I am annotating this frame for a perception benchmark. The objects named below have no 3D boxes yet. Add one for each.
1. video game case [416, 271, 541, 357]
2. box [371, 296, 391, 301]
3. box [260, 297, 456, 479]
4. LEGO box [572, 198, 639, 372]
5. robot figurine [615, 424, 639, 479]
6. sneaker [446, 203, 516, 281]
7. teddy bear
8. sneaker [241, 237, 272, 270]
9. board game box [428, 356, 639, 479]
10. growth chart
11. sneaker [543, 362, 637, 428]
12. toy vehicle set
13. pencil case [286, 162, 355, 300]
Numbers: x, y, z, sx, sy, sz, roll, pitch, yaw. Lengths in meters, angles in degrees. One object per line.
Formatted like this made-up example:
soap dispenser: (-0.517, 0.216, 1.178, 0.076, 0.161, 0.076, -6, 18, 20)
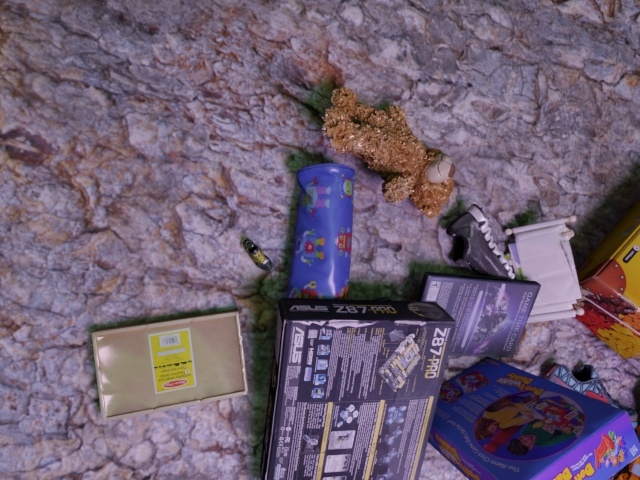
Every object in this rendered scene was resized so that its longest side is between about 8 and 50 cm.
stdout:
video game case: (0.333, 0.170, 0.926, 0.274, 0.026, 0.196, 5, 111, -15)
box: (0.109, 0.212, 0.905, 0.116, 0.029, 0.162, -10, 92, -15)
box: (0.060, 0.306, 0.798, 0.318, 0.097, 0.394, 3, 107, -12)
LEGO box: (0.870, 0.070, 0.949, 0.500, 0.193, 0.372, -42, 74, -11)
robot figurine: (0.806, 0.486, 1.015, 0.211, 0.085, 0.291, 42, 74, -46)
sneaker: (0.356, 0.041, 0.950, 0.106, 0.078, 0.234, -30, 102, 1)
teddy bear: (0.150, -0.187, 0.853, 0.338, 0.113, 0.245, 42, 37, -5)
sneaker: (-0.129, 0.031, 0.847, 0.031, 0.035, 0.083, -46, 99, -10)
board game box: (0.350, 0.351, 0.797, 0.233, 0.347, 0.078, -26, 95, -13)
growth chart: (0.495, 0.071, 0.951, 0.021, 0.172, 0.237, -4, 87, -51)
sneaker: (0.652, 0.364, 0.997, 0.262, 0.104, 0.125, 20, 82, -13)
toy vehicle set: (-0.281, 0.234, 0.804, 0.267, 0.035, 0.166, -6, 90, -14)
pencil case: (0.000, 0.000, 0.839, 0.119, 0.133, 0.306, 7, 87, -53)
